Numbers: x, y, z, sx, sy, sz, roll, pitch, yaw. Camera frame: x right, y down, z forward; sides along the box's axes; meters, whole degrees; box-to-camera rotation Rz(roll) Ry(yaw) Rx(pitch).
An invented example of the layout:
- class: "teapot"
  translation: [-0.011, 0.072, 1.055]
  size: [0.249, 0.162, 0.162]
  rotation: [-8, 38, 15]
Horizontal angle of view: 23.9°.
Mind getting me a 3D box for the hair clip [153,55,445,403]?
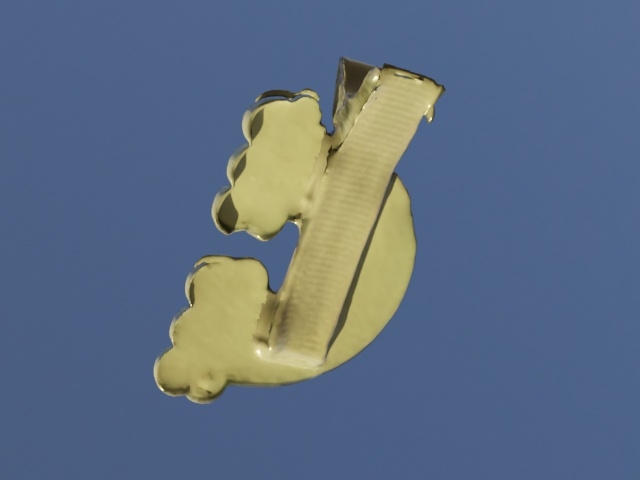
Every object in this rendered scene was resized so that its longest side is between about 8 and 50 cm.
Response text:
- class: "hair clip"
  translation: [0.000, 0.000, 0.865]
  size: [0.140, 0.054, 0.220]
  rotation: [13, -76, -32]
